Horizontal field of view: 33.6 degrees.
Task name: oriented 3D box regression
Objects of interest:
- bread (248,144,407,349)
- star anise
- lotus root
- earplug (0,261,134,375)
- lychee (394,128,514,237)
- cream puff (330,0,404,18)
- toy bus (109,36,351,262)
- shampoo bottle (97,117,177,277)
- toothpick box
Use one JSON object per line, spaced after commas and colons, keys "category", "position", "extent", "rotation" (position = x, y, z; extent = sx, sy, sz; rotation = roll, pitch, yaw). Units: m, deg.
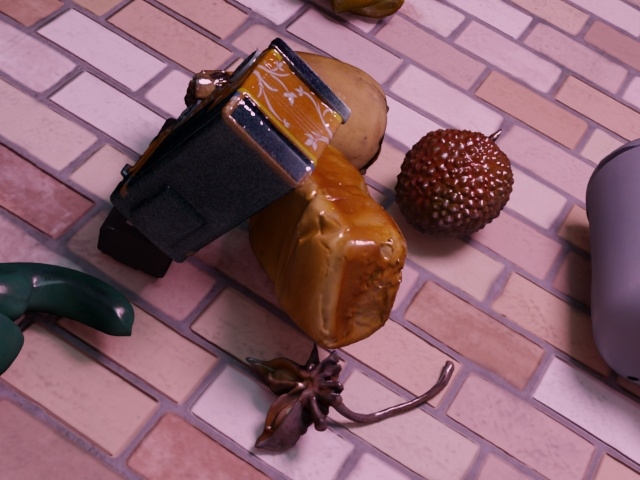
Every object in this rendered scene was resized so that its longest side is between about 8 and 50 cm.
{"category": "bread", "position": [0.000, 0.000, 1.332], "extent": [0.132, 0.167, 0.294], "rotation": [10, 27, -21]}
{"category": "star anise", "position": [0.038, 0.194, 1.323], "extent": [0.227, 0.218, 0.148], "rotation": [37, -3, -40]}
{"category": "lotus root", "position": [-0.046, -0.187, 1.499], "extent": [0.310, 0.183, 0.183], "rotation": [10, 47, -25]}
{"category": "earplug", "position": [-0.378, 0.115, 1.190], "extent": [0.257, 0.164, 0.280], "rotation": [42, 53, -31]}
{"category": "lychee", "position": [0.195, -0.089, 1.515], "extent": [0.165, 0.165, 0.197], "rotation": [29, 65, 7]}
{"category": "cream puff", "position": [0.060, -0.493, 1.794], "extent": [0.244, 0.196, 0.244], "rotation": [9, 51, -11]}
{"category": "toy bus", "position": [-0.115, -0.097, 1.262], "extent": [0.138, 0.275, 0.167], "rotation": [44, 47, -17]}
{"category": "shampoo bottle", "position": [-0.196, -0.088, 1.448], "extent": [0.098, 0.071, 0.309], "rotation": [21, 48, 1]}
{"category": "toothpick box", "position": [0.492, 0.043, 1.437], "extent": [0.263, 0.263, 0.355], "rotation": [16, 49, -5]}
